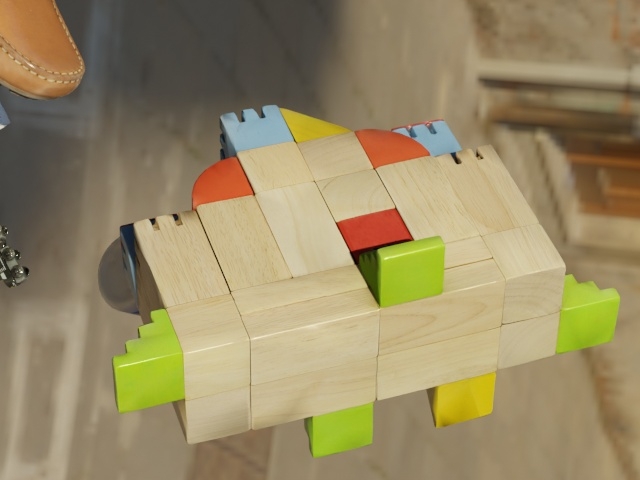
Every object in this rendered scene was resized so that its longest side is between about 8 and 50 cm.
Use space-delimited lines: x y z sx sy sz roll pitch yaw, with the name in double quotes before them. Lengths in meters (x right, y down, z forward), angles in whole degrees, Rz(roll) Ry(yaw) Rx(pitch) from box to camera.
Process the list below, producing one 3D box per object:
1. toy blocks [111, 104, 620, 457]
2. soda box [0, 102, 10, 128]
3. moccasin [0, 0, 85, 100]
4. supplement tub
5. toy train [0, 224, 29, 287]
"toy blocks" 0.000 0.000 1.452 0.261 0.381 0.190 -117 -160 -44
"soda box" -0.466 -0.089 1.932 0.286 0.098 0.091 -34 109 -24
"moccasin" -0.305 -0.304 1.716 0.139 0.147 0.380 0 64 -57
"supplement tub" -0.137 0.036 1.671 0.107 0.071 0.071 19 76 -53
"toy train" -0.366 -0.017 2.073 0.158 0.036 0.027 61 7 13
